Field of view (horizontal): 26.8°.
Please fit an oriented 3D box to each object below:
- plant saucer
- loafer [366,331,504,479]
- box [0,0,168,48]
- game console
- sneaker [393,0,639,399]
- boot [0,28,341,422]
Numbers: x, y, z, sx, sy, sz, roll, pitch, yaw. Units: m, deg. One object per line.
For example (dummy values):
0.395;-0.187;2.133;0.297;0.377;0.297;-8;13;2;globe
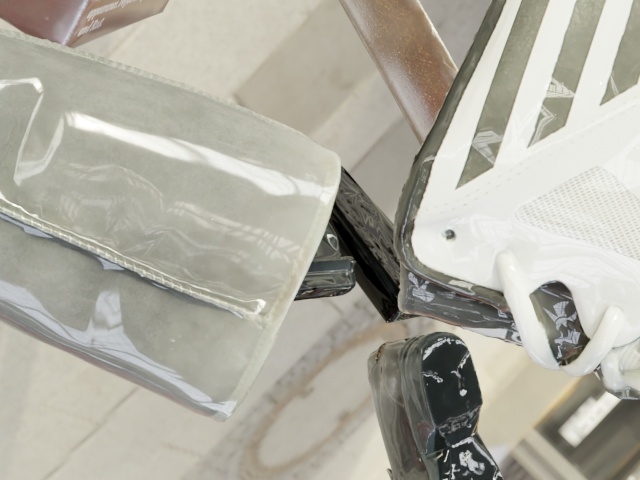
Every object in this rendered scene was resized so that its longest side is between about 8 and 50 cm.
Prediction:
0.071;-0.133;1.037;0.050;0.311;0.310;-30;158;5;plant saucer
0.070;0.140;0.815;0.062;0.170;0.061;-8;180;-41;loafer
-0.247;-0.265;0.751;0.143;0.381;0.191;-62;178;19;box
0.000;0.000;1.464;0.044;0.213;0.361;-43;162;21;game console
0.174;0.062;0.587;0.257;0.448;0.169;-11;176;13;sneaker
-0.119;0.009;0.430;0.208;0.076;0.190;28;97;-28;boot
